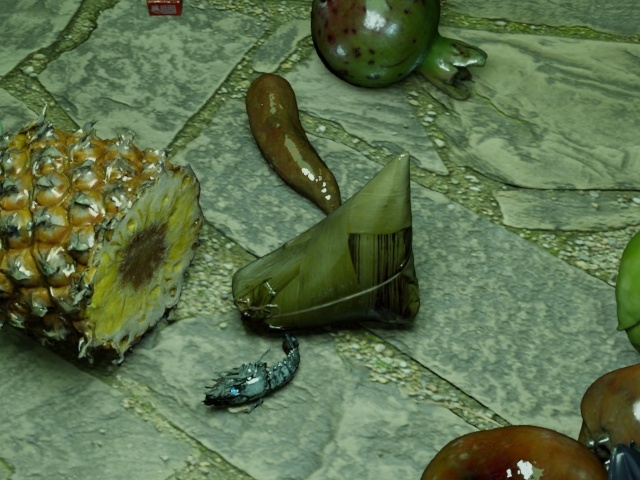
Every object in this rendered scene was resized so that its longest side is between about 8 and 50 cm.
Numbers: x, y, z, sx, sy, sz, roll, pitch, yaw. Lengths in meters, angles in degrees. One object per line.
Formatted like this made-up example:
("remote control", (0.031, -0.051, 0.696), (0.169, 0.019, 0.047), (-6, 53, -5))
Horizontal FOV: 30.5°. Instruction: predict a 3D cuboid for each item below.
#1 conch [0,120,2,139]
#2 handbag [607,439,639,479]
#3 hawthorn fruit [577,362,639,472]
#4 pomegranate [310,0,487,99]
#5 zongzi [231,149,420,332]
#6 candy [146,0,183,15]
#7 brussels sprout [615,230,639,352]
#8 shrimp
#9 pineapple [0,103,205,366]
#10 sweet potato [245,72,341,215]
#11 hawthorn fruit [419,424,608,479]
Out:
("conch", (-0.616, -0.131, 1.907), (0.143, 0.137, 0.251), (27, 76, -13))
("handbag", (0.435, 0.429, 1.360), (0.121, 0.303, 0.329), (-7, 58, 39))
("hawthorn fruit", (0.471, 0.255, 1.577), (0.251, 0.199, 0.199), (-10, 54, -22))
("pomegranate", (0.135, -0.370, 2.006), (0.305, 0.242, 0.242), (7, 53, -19))
("zongzi", (0.000, 0.000, 1.684), (0.273, 0.300, 0.145), (-6, 41, -2))
("candy", (-0.286, -0.471, 2.177), (0.062, 0.038, 0.122), (-1, 55, 0))
("brussels sprout", (0.570, 0.068, 1.647), (0.327, 0.328, 0.247), (9, 80, 7))
("shrimp", (-0.092, 0.194, 1.684), (0.174, 0.082, 0.076), (-29, 55, -27))
("pineapple", (-0.356, -0.013, 1.672), (0.300, 0.352, 0.352), (18, 57, 14))
("sweet potato", (-0.053, -0.155, 1.927), (0.097, 0.097, 0.292), (-19, 65, -13))
("hawthorn fruit", (0.247, 0.348, 1.438), (0.267, 0.301, 0.268), (0, 73, -1))
